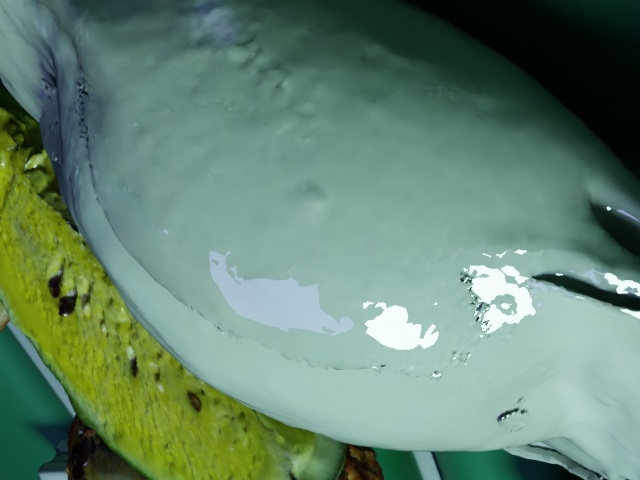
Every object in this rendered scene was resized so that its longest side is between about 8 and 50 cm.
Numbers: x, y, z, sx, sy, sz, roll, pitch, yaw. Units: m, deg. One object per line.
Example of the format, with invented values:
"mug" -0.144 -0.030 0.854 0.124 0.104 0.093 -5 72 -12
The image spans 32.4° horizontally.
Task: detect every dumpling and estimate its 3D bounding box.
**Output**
"dumpling" -0.004 -0.001 0.490 0.341 0.181 0.260 9 159 0

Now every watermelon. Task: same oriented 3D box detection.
"watermelon" -0.096 0.042 0.595 0.301 0.123 0.129 45 167 21

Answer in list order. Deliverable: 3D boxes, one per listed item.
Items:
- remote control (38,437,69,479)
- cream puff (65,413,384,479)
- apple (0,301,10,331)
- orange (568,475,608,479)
"remote control" -0.124 0.275 1.000 0.102 0.056 0.277 -13 127 42
"cream puff" -0.052 0.165 0.728 0.240 0.164 0.240 33 155 18
"apple" -0.273 0.003 0.699 0.173 0.160 0.195 6 150 -6
"orange" 0.170 0.186 0.676 0.083 0.084 0.084 18 143 14
